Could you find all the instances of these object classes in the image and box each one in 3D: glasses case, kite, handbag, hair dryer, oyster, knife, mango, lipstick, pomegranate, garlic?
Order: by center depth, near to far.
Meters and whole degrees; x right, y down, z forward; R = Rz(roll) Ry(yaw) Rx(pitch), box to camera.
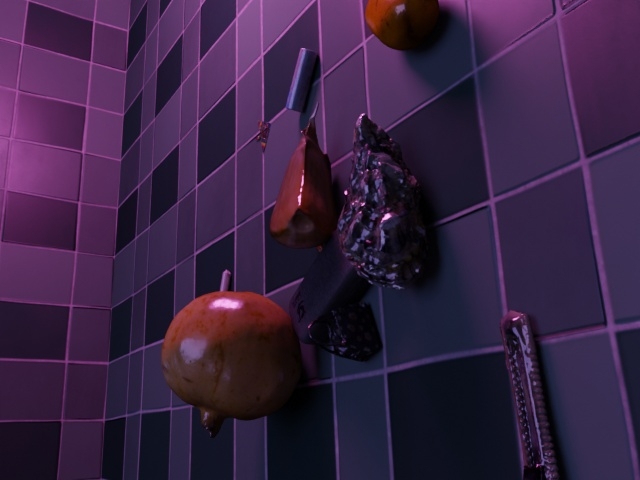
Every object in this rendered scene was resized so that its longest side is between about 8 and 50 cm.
[{"bbox_3d":[0.305,0.280,0.963,0.089,0.043,0.366,-30,57,51],"label":"knife"},{"bbox_3d":[0.111,-0.075,1.252,0.158,0.162,0.351,120,144,-71],"label":"oyster"},{"bbox_3d":[0.155,-0.463,1.325,0.219,0.112,0.145,40,121,57],"label":"mango"},{"bbox_3d":[0.035,0.187,1.326,0.072,0.139,0.115,-56,40,47],"label":"handbag"},{"bbox_3d":[0.033,0.087,1.416,0.323,0.074,0.131,-57,38,33],"label":"glasses case"},{"bbox_3d":[-0.021,-0.123,1.482,0.196,0.151,0.339,105,176,-54],"label":"garlic"},{"bbox_3d":[-0.213,0.284,1.521,0.342,0.342,0.343,-21,65,54],"label":"pomegranate"},{"bbox_3d":[-0.050,-0.416,1.701,0.048,0.048,0.158,29,107,57],"label":"lipstick"},{"bbox_3d":[-0.167,-0.313,1.904,0.090,0.004,0.122,-38,51,47],"label":"kite"},{"bbox_3d":[-0.293,0.154,1.954,0.082,0.047,0.137,-12,67,57],"label":"hair dryer"}]

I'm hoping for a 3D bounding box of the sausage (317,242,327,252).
[{"bbox_3d":[0.000,0.000,1.532,0.031,0.031,0.107,-62,36,28],"label":"sausage"}]
